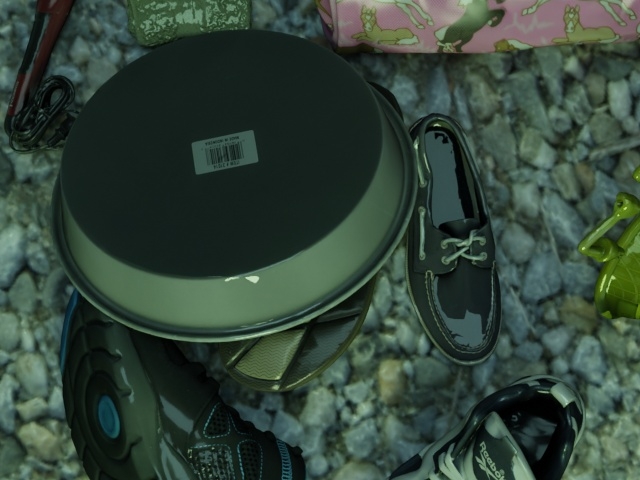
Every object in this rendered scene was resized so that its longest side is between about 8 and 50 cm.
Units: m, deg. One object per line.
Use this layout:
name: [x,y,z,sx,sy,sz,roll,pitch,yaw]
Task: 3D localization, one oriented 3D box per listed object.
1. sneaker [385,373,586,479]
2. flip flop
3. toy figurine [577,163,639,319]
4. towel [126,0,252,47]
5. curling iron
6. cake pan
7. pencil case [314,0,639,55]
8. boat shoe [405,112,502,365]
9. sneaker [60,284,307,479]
sneaker: [0.112,0.185,1.516,0.235,0.153,0.094,-36,79,-7]
flip flop: [0.000,0.000,1.598,0.112,0.080,0.277,12,64,9]
toy figurine: [0.391,-0.047,1.518,0.217,0.191,0.362,36,85,22]
towel: [-0.110,-0.235,1.664,0.110,0.027,0.148,-6,78,-2]
curling iron: [-0.203,-0.198,1.652,0.068,0.035,0.274,11,80,9]
cake pan: [-0.072,-0.054,1.550,0.293,0.054,0.293,-5,52,6]
pencil case: [0.182,-0.242,1.601,0.386,0.167,0.160,-2,35,0]
boat shoe: [0.103,-0.003,1.598,0.075,0.065,0.206,-8,79,-1]
sneaker: [-0.096,0.173,1.557,0.139,0.125,0.341,-16,74,-31]
